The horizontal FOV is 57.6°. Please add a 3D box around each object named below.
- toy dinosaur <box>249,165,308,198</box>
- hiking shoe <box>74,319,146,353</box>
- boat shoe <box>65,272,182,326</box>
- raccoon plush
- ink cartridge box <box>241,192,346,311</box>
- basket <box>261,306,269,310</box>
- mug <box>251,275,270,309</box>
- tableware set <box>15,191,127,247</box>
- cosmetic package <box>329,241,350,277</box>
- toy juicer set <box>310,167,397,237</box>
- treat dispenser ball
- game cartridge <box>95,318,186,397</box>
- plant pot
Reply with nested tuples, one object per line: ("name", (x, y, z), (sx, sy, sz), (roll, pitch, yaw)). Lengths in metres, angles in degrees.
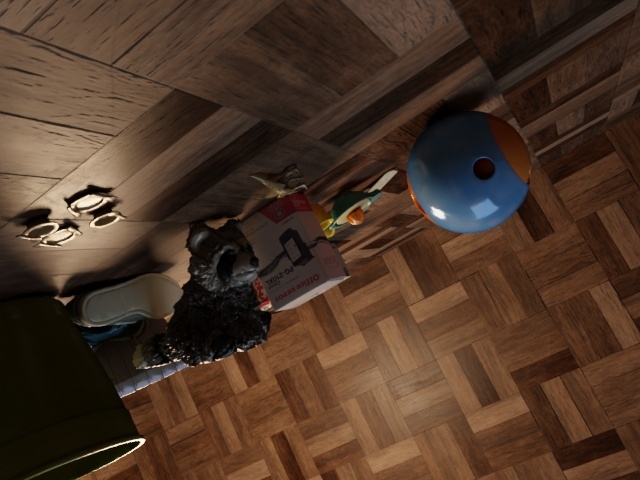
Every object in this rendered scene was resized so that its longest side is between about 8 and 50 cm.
("toy dinosaur", (-0.079, -0.113, 1.222), (0.092, 0.053, 0.183), (-27, 170, 8))
("hiking shoe", (-0.626, 0.242, 1.548), (0.304, 0.113, 0.132), (-27, 147, -1))
("boat shoe", (-0.477, 0.149, 1.432), (0.099, 0.116, 0.319), (-10, 178, 31))
("raccoon plush", (-0.317, 0.131, 1.352), (0.446, 0.299, 0.216), (-16, -179, 17))
("ink cartridge box", (-0.073, 0.029, 1.410), (0.172, 0.237, 0.100), (-32, 168, 25))
("basket", (-0.195, 0.140, 1.865), (0.103, 0.167, 0.113), (-29, 170, -13))
("mug", (-0.198, 0.110, 1.689), (0.113, 0.169, 0.150), (-14, 164, -48))
("tableware set", (-0.399, -0.028, 0.945), (0.168, 0.020, 0.141), (-26, 169, -2))
("cosmetic package", (-0.017, 0.120, 2.230), (0.183, 0.151, 0.151), (-35, 166, 34))
("toy juicer set", (0.074, -0.066, 1.619), (0.329, 0.089, 0.209), (-28, 164, -31))
("treat dispenser ball", (0.349, -0.161, 1.381), (0.288, 0.288, 0.288), (-26, 170, -5))
("game cartridge", (-0.520, 0.305, 1.635), (0.230, 0.068, 0.355), (-18, -156, -24))
("plant pot", (-0.595, 0.317, 1.186), (0.366, 0.353, 0.366), (-24, 164, -7))
